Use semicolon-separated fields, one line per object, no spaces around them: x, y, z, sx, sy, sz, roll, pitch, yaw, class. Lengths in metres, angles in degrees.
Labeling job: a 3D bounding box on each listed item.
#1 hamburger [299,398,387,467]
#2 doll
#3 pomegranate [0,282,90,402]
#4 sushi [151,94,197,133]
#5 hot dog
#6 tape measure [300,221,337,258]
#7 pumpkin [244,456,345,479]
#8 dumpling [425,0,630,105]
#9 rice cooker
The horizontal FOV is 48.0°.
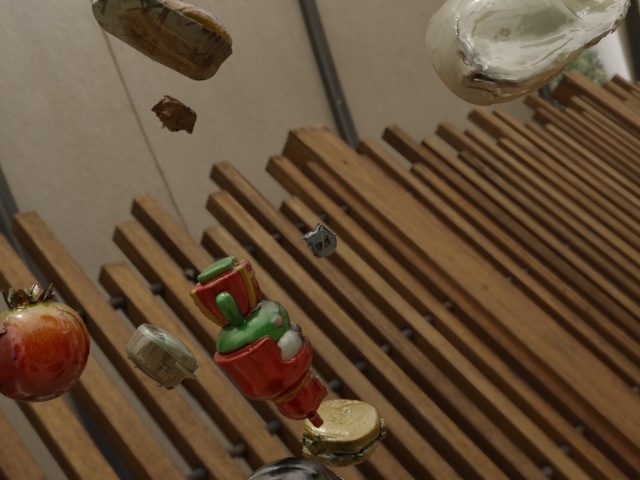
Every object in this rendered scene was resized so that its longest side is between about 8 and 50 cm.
0.061;0.497;1.827;0.189;0.215;0.122;-61;-33;-71;hamburger
-0.105;0.201;1.314;0.160;0.363;0.182;-38;8;-2;doll
-0.567;0.206;1.434;0.210;0.235;0.210;-6;1;0;pomegranate
-0.265;-0.223;1.303;0.118;0.061;0.060;30;-91;-50;sushi
-0.289;-0.389;1.312;0.162;0.270;0.082;-48;18;57;hot dog
0.002;0.001;2.085;0.091;0.094;0.054;-42;18;-10;tape measure
-0.062;0.485;1.094;0.295;0.296;0.296;-37;-24;-20;pumpkin
0.284;-0.301;1.019;0.260;0.181;0.341;-26;0;6;dumpling
-0.419;0.308;1.902;0.127;0.145;0.206;-45;-55;-11;rice cooker
